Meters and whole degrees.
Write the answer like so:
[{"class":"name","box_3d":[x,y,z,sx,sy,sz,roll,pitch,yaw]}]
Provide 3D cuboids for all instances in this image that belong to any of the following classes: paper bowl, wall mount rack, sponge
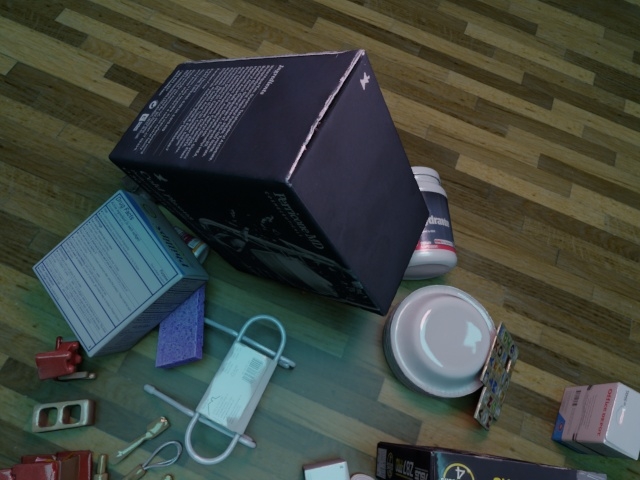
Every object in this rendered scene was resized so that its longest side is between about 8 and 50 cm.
[{"class":"paper bowl","box_3d":[0.313,0.254,1.141,0.284,0.148,0.284,2,70,-6]},{"class":"wall mount rack","box_3d":[-0.240,0.324,1.064,0.304,0.130,0.350,28,68,0]},{"class":"sponge","box_3d":[-0.342,0.200,1.097,0.117,0.031,0.210,-17,58,19]}]

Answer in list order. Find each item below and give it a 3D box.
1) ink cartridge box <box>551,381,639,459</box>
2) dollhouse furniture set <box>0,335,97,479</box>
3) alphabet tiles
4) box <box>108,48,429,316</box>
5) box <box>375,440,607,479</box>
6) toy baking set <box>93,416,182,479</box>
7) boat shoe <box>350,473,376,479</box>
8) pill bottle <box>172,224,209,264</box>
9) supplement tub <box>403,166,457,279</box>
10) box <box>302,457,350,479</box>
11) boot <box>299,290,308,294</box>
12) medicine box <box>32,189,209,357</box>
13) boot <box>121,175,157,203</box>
[{"class":"ink cartridge box","box_3d":[0.674,0.436,1.083,0.086,0.203,0.148,29,69,4]},{"class":"dollhouse furniture set","box_3d":[-0.594,0.388,0.950,0.152,0.201,0.374,-4,71,-8]},{"class":"alphabet tiles","box_3d":[0.439,0.346,1.114,0.009,0.198,0.237,9,63,41]},{"class":"box","box_3d":[-0.079,-0.113,0.963,0.471,0.480,0.297,11,64,34]},{"class":"box","box_3d":[0.312,0.486,0.919,0.318,0.395,0.097,8,67,-5]},{"class":"toy baking set","box_3d":[-0.413,0.543,1.008,0.196,0.030,0.256,-5,70,-12]},{"class":"boat shoe","box_3d":[0.144,0.616,1.026,0.066,0.063,0.184,-40,79,-19]},{"class":"pill bottle","box_3d":[-0.379,0.012,1.180,0.152,0.086,0.086,28,69,5]},{"class":"supplement tub","box_3d":[0.259,-0.043,1.222,0.191,0.191,0.272,-1,70,-7]},{"class":"box","box_3d":[0.016,0.563,1.018,0.102,0.087,0.101,-7,70,-10]},{"class":"boot","box_3d":[0.000,0.000,1.234,0.220,0.109,0.283,-19,80,-9]},{"class":"medicine box","box_3d":[-0.468,0.079,1.063,0.289,0.149,0.263,-40,77,3]},{"class":"boot","box_3d":[-0.410,-0.155,1.258,0.248,0.090,0.207,44,83,9]}]
